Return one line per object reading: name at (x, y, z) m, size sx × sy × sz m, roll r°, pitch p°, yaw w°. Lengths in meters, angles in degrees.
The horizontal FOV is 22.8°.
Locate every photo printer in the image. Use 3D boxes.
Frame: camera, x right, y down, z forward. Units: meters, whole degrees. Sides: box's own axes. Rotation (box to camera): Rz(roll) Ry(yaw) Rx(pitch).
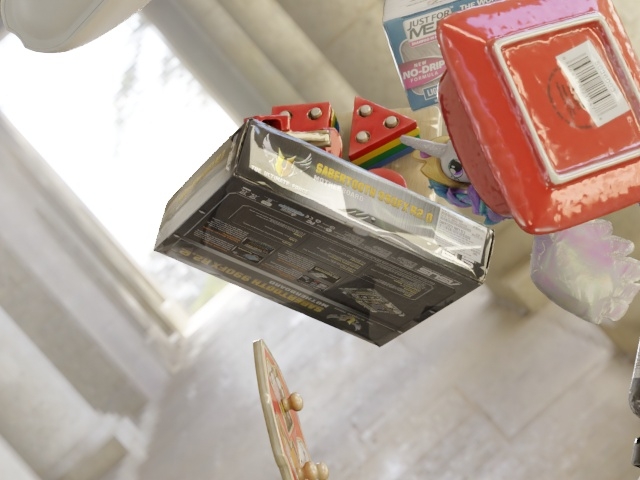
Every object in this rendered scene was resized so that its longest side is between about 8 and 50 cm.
photo printer at (-0.191, -0.324, 1.655) m, size 0.307 × 0.107 × 0.256 m, roll -41°, pitch 5°, yaw 29°

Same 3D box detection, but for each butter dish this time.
butter dish at (0.143, -0.079, 1.087) m, size 0.160 × 0.160 × 0.118 m, roll -19°, pitch -9°, yaw -31°

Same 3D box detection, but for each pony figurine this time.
pony figurine at (0.309, -0.084, 1.878) m, size 0.363 × 0.351 × 0.302 m, roll -15°, pitch 58°, yaw 65°

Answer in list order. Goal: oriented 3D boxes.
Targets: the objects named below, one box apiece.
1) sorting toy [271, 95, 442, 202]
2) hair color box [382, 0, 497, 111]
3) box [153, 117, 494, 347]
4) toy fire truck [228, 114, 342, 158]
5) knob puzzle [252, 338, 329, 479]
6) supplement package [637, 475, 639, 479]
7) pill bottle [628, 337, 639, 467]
sorting toy at (0.036, -0.097, 2.277) m, size 0.256 × 0.089 × 0.257 m, roll -3°, pitch 56°, yaw 14°
hair color box at (0.165, -0.239, 1.765) m, size 0.174 × 0.105 × 0.347 m, roll -17°, pitch 12°, yaw 7°
box at (0.000, 0.000, 1.320) m, size 0.183 × 0.231 × 0.056 m, roll -38°, pitch 32°, yaw 58°
toy fire truck at (-0.034, -0.113, 1.853) m, size 0.192 × 0.047 × 0.135 m, roll -3°, pitch -4°, yaw -40°
knob puzzle at (-0.025, 0.188, 1.560) m, size 0.030 × 0.213 × 0.213 m, roll -17°, pitch 7°, yaw 5°
supplement package at (0.474, 0.340, 1.959) m, size 0.134 × 0.139 × 0.244 m, roll -16°, pitch 8°, yaw 28°
pill bottle at (0.367, 0.120, 1.537) m, size 0.123 × 0.123 × 0.219 m, roll 155°, pitch 129°, yaw -76°
